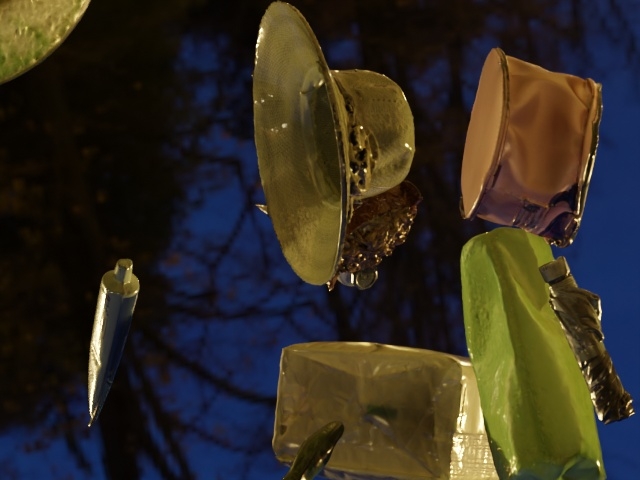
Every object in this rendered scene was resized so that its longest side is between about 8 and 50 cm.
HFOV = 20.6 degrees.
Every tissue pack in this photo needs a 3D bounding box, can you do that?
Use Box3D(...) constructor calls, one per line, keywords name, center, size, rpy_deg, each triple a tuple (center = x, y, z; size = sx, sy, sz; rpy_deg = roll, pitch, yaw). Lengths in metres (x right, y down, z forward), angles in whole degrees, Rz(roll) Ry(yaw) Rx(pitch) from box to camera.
Box3D(name="tissue pack", center=(0.139, 0.266, 2.656), size=(0.297, 0.207, 0.380), rpy_deg=(5, 175, 25))

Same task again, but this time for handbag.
Box3D(name="handbag", center=(0.209, -0.092, 1.758), size=(0.116, 0.179, 0.205), rpy_deg=(12, -156, -4))

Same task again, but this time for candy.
Box3D(name="candy", center=(0.262, 0.152, 2.167), size=(0.142, 0.132, 0.344), rpy_deg=(-6, -118, -9))

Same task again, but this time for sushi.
Box3D(name="sushi", center=(0.045, -0.006, 1.655), size=(0.120, 0.052, 0.055), rpy_deg=(-35, -116, -3))

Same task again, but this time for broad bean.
Box3D(name="broad bean", center=(-0.026, 0.320, 2.347), size=(0.046, 0.061, 0.195), rpy_deg=(-7, -124, 48))

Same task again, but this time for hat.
Box3D(name="hat", center=(0.026, -0.089, 1.541), size=(0.110, 0.252, 0.252), rpy_deg=(-10, -162, -17))

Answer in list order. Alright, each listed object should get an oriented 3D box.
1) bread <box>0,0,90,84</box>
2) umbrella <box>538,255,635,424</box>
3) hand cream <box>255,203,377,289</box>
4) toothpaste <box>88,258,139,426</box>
Box3D(name="bread", center=(-0.409, -0.345, 1.922), size=(0.129, 0.382, 0.366), rpy_deg=(26, -177, 43))
Box3D(name="umbrella", center=(0.290, 0.107, 1.904), size=(0.050, 0.188, 0.046), rpy_deg=(-22, 175, -7))
Box3D(name="hand cream", center=(0.000, 0.000, 2.285), size=(0.080, 0.050, 0.234), rpy_deg=(9, -162, -36))
Box3D(name="toothpaste", center=(-0.273, 0.126, 2.269), size=(0.047, 0.268, 0.069), rpy_deg=(-10, -133, -30))
